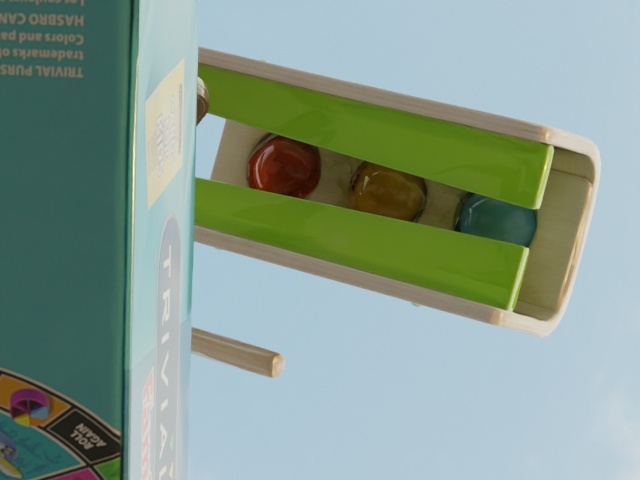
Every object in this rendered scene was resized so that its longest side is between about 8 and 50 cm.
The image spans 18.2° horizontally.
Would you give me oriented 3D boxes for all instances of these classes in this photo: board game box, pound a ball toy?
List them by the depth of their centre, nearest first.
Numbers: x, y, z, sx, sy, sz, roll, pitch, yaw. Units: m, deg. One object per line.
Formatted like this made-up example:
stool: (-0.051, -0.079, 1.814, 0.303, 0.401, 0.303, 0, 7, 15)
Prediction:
board game box: (-0.163, 0.071, 0.497, 0.253, 0.079, 0.336, 3, -82, 6)
pound a ball toy: (0.000, 0.000, 1.284, 0.319, 0.136, 0.208, 14, -89, 28)

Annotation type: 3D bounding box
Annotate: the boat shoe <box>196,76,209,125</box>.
boat shoe: (-0.118, -0.045, 1.190, 0.135, 0.045, 0.050, -39, -45, 5)
